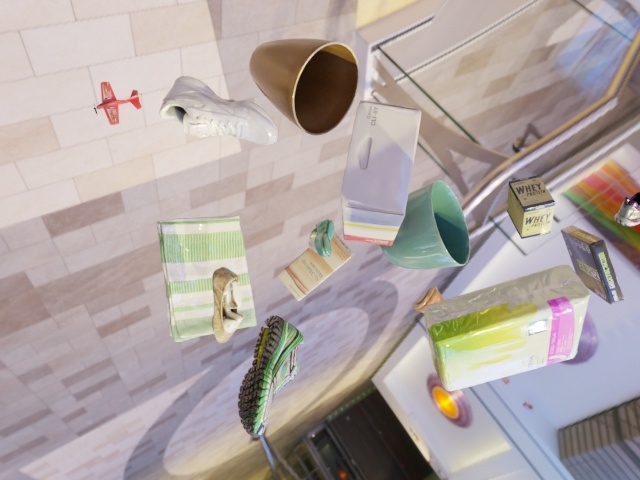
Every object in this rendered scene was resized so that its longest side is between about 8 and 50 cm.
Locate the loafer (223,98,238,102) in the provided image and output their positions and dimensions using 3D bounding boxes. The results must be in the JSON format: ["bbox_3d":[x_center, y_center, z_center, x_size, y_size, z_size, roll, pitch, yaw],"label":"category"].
[{"bbox_3d":[-0.378,-0.520,1.908,0.111,0.112,0.319,-33,-164,11],"label":"loafer"}]

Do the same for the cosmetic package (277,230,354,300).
[{"bbox_3d":[-0.019,0.101,2.024,0.296,0.153,0.129,-42,177,11],"label":"cosmetic package"}]

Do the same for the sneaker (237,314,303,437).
[{"bbox_3d":[-0.132,0.401,1.399,0.146,0.343,0.134,30,154,-25],"label":"sneaker"}]

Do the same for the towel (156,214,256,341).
[{"bbox_3d":[-0.310,0.095,1.314,0.248,0.324,0.038,-6,174,-33],"label":"towel"}]

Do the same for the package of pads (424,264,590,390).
[{"bbox_3d":[0.367,0.186,0.965,0.297,0.101,0.229,-17,136,5],"label":"package of pads"}]

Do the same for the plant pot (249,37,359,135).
[{"bbox_3d":[-0.069,-0.437,1.279,0.237,0.254,0.237,-33,141,-32],"label":"plant pot"}]

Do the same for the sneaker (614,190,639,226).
[{"bbox_3d":[1.019,-0.116,1.473,0.224,0.083,0.098,-18,128,-18],"label":"sneaker"}]

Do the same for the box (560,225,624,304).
[{"bbox_3d":[0.760,0.063,1.345,0.045,0.184,0.190,-21,-168,9],"label":"box"}]

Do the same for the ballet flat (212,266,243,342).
[{"bbox_3d":[-0.221,0.165,1.146,0.073,0.067,0.206,-34,131,-51],"label":"ballet flat"}]

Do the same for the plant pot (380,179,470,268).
[{"bbox_3d":[0.337,-0.033,1.626,0.235,0.292,0.293,-17,170,34],"label":"plant pot"}]

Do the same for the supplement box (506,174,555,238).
[{"bbox_3d":[0.399,-0.064,0.912,0.056,0.083,0.083,-13,135,6],"label":"supplement box"}]

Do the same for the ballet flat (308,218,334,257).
[{"bbox_3d":[0.000,0.000,1.774,0.087,0.083,0.247,-16,-155,14],"label":"ballet flat"}]

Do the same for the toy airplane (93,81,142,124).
[{"bbox_3d":[-0.596,-0.410,1.411,0.151,0.151,0.028,-33,168,-9],"label":"toy airplane"}]

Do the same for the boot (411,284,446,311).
[{"bbox_3d":[0.434,0.275,1.676,0.109,0.220,0.283,-42,163,5],"label":"boot"}]

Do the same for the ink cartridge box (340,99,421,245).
[{"bbox_3d":[0.155,-0.160,1.302,0.384,0.161,0.279,70,30,-78],"label":"ink cartridge box"}]

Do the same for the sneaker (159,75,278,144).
[{"bbox_3d":[-0.257,-0.296,1.206,0.114,0.305,0.152,106,8,-57],"label":"sneaker"}]
